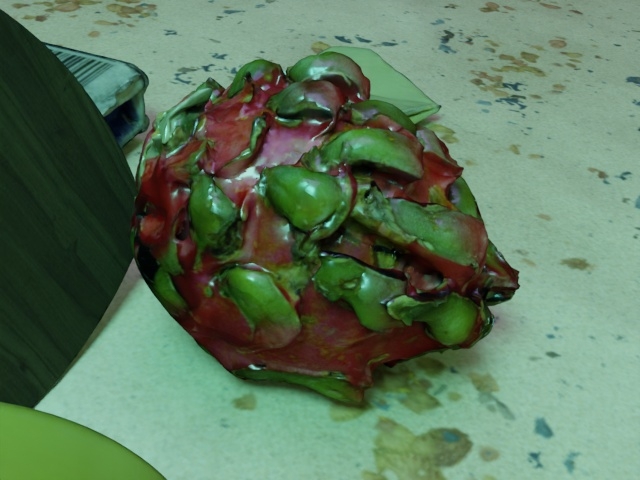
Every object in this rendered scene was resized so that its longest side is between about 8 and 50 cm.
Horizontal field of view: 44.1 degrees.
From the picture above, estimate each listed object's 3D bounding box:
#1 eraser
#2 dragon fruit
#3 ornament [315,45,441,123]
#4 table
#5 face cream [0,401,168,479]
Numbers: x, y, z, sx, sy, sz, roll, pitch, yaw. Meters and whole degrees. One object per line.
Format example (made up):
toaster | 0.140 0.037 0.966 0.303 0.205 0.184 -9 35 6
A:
eraser | -0.362 -0.158 0.859 0.332 0.101 0.155 14 36 10
dragon fruit | 0.004 -0.006 0.599 0.302 0.237 0.231 28 44 -5
ornament | 0.069 -0.184 1.035 0.180 0.059 0.201 9 36 -1
table | -0.333 0.001 0.542 0.249 0.317 0.317 6 31 21
face cream | -0.148 0.192 0.278 0.218 0.218 0.179 2 33 -10
